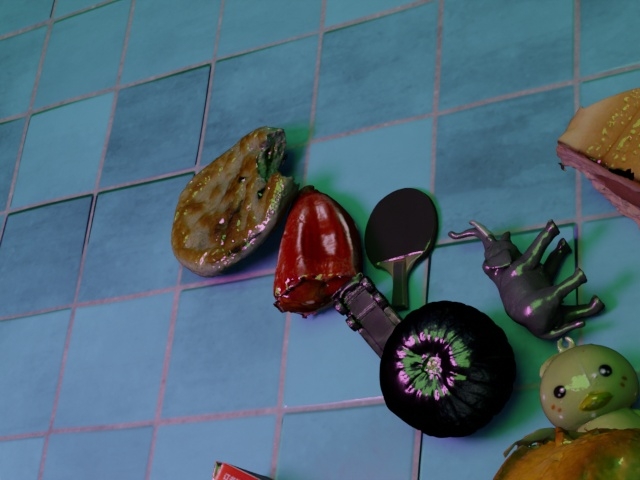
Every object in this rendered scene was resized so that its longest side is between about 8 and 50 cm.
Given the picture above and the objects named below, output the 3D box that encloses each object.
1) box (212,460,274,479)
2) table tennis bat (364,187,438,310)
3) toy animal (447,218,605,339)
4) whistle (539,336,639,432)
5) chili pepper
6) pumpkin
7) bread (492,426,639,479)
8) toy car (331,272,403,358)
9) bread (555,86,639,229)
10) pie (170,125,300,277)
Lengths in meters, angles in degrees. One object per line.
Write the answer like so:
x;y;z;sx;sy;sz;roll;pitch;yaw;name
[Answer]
-0.049;0.393;1.718;0.229;0.123;0.050;17;78;40;box
0.128;0.012;1.879;0.130;0.019;0.220;-15;56;28;table tennis bat
0.303;0.035;1.705;0.137;0.082;0.269;-40;50;8;toy animal
0.375;0.251;1.505;0.141;0.141;0.294;-33;52;15;whistle
0.000;0.000;1.920;0.144;0.136;0.253;-44;35;42;chili pepper
0.181;0.184;1.669;0.202;0.140;0.202;-6;78;27;pumpkin
0.354;0.371;1.311;0.204;0.337;0.358;-42;48;55;bread
0.093;0.128;1.793;0.071;0.062;0.165;-42;80;12;toy car
0.432;-0.086;1.621;0.211;0.183;0.224;-12;57;30;bread
-0.154;-0.069;2.059;0.302;0.067;0.302;-28;46;33;pie
